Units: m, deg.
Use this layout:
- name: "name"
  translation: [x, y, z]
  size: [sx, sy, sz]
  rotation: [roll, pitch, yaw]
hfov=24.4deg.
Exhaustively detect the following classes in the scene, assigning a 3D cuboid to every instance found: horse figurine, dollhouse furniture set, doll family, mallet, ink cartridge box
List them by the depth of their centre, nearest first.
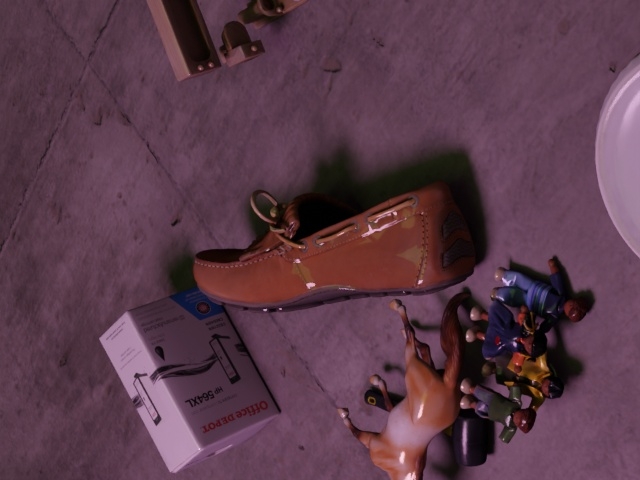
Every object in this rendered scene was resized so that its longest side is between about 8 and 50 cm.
- name: "doll family"
  translation: [0.215, 0.115, 1.545]
  size: [0.111, 0.076, 0.193]
  rotation: [20, 115, 46]
- name: "horse figurine"
  translation: [0.102, 0.182, 1.652]
  size: [0.263, 0.066, 0.174]
  rotation: [-64, 37, 31]
- name: "dollhouse furniture set"
  translation: [-0.096, -0.279, 1.669]
  size: [0.123, 0.151, 0.144]
  rotation: [-20, 92, 48]
- name: "mallet"
  translation: [0.120, 0.197, 1.705]
  size: [0.189, 0.039, 0.062]
  rotation: [25, 119, 43]
- name: "ink cartridge box"
  translation: [-0.167, 0.176, 1.908]
  size: [0.086, 0.148, 0.203]
  rotation: [-42, 75, 43]

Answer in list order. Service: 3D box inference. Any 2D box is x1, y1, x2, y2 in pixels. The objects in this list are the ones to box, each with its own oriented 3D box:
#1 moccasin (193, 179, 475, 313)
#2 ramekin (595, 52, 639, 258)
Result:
- name: "moccasin"
  translation: [-0.002, 0.001, 1.680]
  size: [0.380, 0.139, 0.147]
  rotation: [-9, 97, 47]
- name: "ramekin"
  translation: [0.363, -0.073, 1.284]
  size: [0.273, 0.127, 0.273]
  rotation: [18, 117, 41]
